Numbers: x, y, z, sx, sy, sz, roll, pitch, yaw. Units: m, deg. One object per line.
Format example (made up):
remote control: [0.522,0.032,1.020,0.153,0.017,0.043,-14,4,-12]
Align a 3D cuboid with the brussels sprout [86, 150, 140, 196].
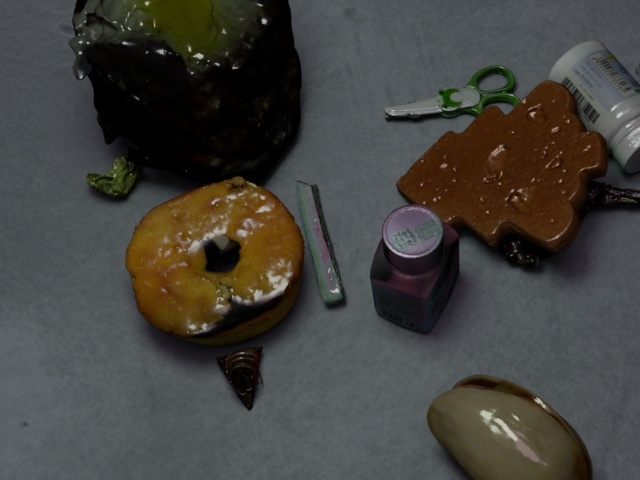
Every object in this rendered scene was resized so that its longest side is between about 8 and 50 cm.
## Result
brussels sprout: [-0.305,-0.098,1.777,0.085,0.058,0.085,-32,28,20]

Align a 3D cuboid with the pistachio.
pistachio: [0.240,0.254,1.483,0.215,0.144,0.144,35,72,19]

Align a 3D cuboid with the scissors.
scissors: [0.198,-0.210,1.791,0.204,0.027,0.101,-8,61,1]

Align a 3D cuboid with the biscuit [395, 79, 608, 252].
biscuit: [0.254,-0.096,1.677,0.306,0.043,0.284,-8,57,26]

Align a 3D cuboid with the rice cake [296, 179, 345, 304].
rice cake: [-0.001,0.000,1.702,0.033,0.033,0.208,-19,61,8]

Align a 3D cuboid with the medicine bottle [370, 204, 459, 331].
medicine bottle: [0.127,0.030,1.582,0.094,0.188,0.119,22,67,17]

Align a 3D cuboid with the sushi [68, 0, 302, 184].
sushi: [-0.190,-0.258,1.708,0.299,0.294,0.281,6,58,11]

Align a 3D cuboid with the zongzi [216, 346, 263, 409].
zongzi: [-0.105,0.192,1.609,0.067,0.073,0.083,-11,22,1]

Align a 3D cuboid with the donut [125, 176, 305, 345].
donut: [-0.144,0.033,1.655,0.253,0.118,0.253,-1,62,3]

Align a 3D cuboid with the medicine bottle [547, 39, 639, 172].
medicine bottle: [0.421,-0.194,1.714,0.103,0.103,0.187,-29,62,-9]

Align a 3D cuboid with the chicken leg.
chicken leg: [0.363,-0.044,1.671,0.253,0.051,0.106,-24,64,-4]
